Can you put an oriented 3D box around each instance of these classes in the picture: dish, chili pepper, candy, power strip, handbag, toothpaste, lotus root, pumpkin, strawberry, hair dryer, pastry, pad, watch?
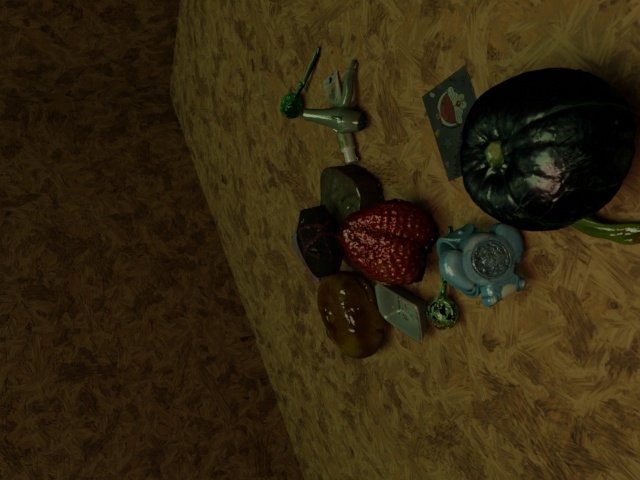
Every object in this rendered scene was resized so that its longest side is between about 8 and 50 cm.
[{"bbox_3d":[0.267,0.218,1.457,0.234,0.064,0.154,29,139,52],"label":"dish"},{"bbox_3d":[0.536,-0.036,0.869,0.202,0.050,0.052,37,171,47],"label":"chili pepper"},{"bbox_3d":[-0.068,-0.597,1.683,0.097,0.097,0.323,63,142,21],"label":"candy"},{"bbox_3d":[-0.057,0.070,2.025,0.279,0.037,0.109,55,146,33],"label":"power strip"},{"bbox_3d":[0.000,0.000,1.550,0.169,0.155,0.215,89,161,-59],"label":"handbag"},{"bbox_3d":[0.068,-0.419,1.531,0.056,0.058,0.314,4,-108,-81],"label":"toothpaste"},{"bbox_3d":[0.361,0.109,1.260,0.091,0.083,0.305,8,105,21],"label":"candy"},{"bbox_3d":[0.106,-0.082,1.583,0.390,0.111,0.375,68,157,9],"label":"lotus root"},{"bbox_3d":[0.418,-0.168,0.825,0.315,0.238,0.315,-179,90,-73],"label":"pumpkin"},{"bbox_3d":[0.181,0.001,1.286,0.238,0.288,0.250,-177,94,-71],"label":"strawberry"},{"bbox_3d":[0.037,-0.457,1.464,0.219,0.088,0.225,-8,96,26],"label":"hair dryer"},{"bbox_3d":[0.112,0.282,1.701,0.356,0.164,0.356,48,148,44],"label":"pastry"},{"bbox_3d":[0.348,-0.291,1.128,0.170,0.006,0.245,-21,84,62],"label":"pad"},{"bbox_3d":[0.378,0.059,1.092,0.193,0.211,0.211,142,112,-83],"label":"watch"}]

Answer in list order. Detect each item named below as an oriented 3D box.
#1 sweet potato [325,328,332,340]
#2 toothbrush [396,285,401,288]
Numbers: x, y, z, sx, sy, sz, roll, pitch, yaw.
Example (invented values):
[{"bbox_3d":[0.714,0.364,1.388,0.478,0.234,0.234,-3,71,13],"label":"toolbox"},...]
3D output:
[{"bbox_3d":[0.042,0.380,1.988,0.053,0.054,0.182,-34,71,52],"label":"sweet potato"},{"bbox_3d":[0.251,0.145,1.520,0.167,0.014,0.011,47,159,41],"label":"toothbrush"}]
